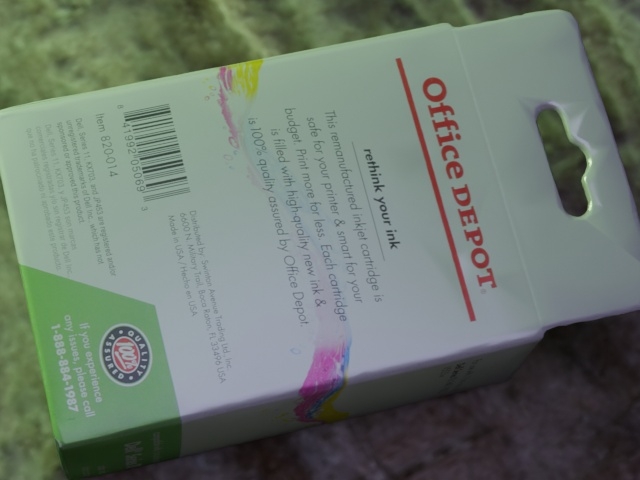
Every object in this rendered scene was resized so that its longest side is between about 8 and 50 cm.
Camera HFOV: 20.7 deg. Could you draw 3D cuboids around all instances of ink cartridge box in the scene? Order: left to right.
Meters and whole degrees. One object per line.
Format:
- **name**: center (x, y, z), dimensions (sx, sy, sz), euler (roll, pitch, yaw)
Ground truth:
- **ink cartridge box**: center (0.000, 0.000, 1.041), dimensions (0.353, 0.119, 0.207), euler (-12, 73, -9)
